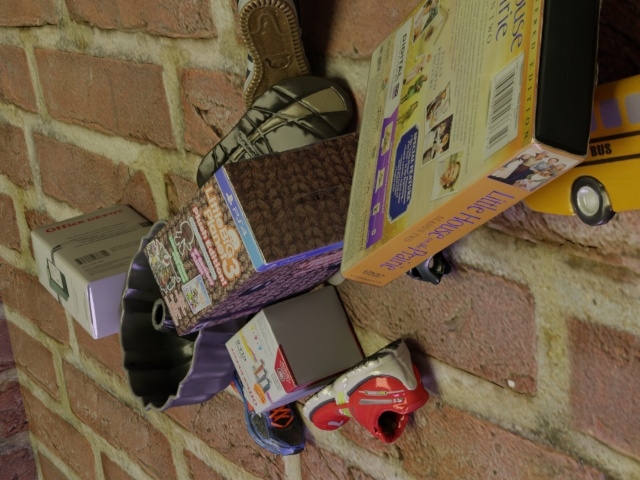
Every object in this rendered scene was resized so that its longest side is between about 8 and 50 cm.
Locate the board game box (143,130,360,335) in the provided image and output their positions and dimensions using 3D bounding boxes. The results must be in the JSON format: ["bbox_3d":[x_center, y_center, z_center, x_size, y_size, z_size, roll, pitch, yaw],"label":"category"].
[{"bbox_3d":[-0.070,-0.007,1.692,0.291,0.232,0.141,-39,72,54],"label":"board game box"}]

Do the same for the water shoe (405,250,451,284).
[{"bbox_3d":[0.145,-0.038,1.518,0.080,0.073,0.203,25,130,20],"label":"water shoe"}]

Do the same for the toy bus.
[{"bbox_3d":[0.317,-0.091,1.128,0.332,0.108,0.130,-8,96,62],"label":"toy bus"}]

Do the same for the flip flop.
[{"bbox_3d":[-0.064,-0.140,1.737,0.277,0.080,0.112,-38,87,33],"label":"flip flop"}]

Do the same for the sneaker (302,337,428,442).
[{"bbox_3d":[0.064,0.239,1.753,0.118,0.107,0.279,58,151,8],"label":"sneaker"}]

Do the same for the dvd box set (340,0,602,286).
[{"bbox_3d":[0.147,-0.152,1.287,0.420,0.062,0.307,141,141,-60],"label":"dvd box set"}]

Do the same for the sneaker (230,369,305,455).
[{"bbox_3d":[-0.090,0.260,2.054,0.221,0.083,0.087,56,144,26],"label":"sneaker"}]

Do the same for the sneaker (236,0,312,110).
[{"bbox_3d":[-0.069,-0.292,1.717,0.282,0.099,0.153,86,176,-59],"label":"sneaker"}]

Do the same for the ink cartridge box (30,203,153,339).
[{"bbox_3d":[-0.397,0.051,2.349,0.289,0.211,0.121,33,134,51],"label":"ink cartridge box"}]

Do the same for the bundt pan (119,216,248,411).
[{"bbox_3d":[-0.222,0.128,2.102,0.331,0.124,0.331,-15,72,56],"label":"bundt pan"}]

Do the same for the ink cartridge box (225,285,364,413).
[{"bbox_3d":[-0.041,0.168,1.867,0.128,0.127,0.176,65,151,11],"label":"ink cartridge box"}]

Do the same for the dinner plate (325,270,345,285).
[{"bbox_3d":[0.000,0.000,1.826,0.141,0.017,0.141,37,134,50],"label":"dinner plate"}]
